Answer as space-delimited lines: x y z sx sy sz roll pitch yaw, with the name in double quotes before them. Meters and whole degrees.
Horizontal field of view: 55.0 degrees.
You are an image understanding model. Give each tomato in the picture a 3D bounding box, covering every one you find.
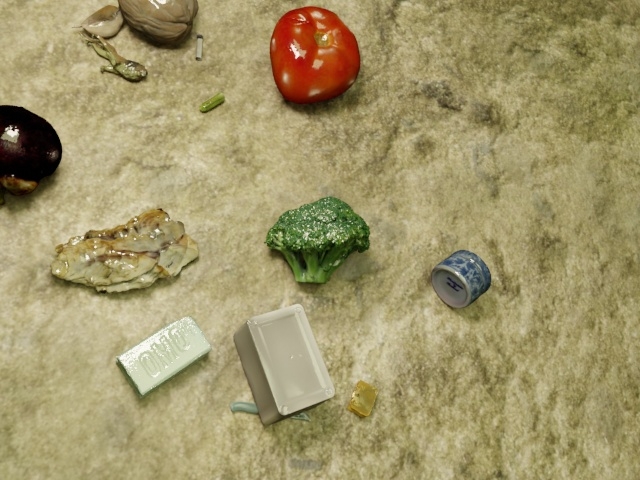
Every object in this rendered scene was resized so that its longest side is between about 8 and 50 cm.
"tomato" -0.026 -0.535 1.829 0.298 0.226 0.299 12 63 -23

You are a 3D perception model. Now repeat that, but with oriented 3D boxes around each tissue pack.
"tissue pack" -0.091 0.302 1.509 0.159 0.136 0.246 -13 71 -27

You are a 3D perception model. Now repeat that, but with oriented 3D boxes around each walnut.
"walnut" -0.462 -0.668 1.741 0.224 0.224 0.224 7 67 -18

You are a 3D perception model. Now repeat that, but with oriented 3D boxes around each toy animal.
"toy animal" -0.584 -0.507 1.704 0.219 0.069 0.086 38 40 -8

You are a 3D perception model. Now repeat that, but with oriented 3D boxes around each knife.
"knife" -0.123 0.423 1.527 0.210 0.015 0.028 12 59 -16

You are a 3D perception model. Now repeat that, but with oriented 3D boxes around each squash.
"squash" -0.315 -0.397 1.778 0.027 0.027 0.083 48 62 3

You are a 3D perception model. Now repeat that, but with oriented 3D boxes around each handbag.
"handbag" 0.111 0.415 1.610 0.061 0.027 0.083 29 59 -6

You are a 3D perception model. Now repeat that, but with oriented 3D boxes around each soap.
"soap" -0.371 0.273 1.467 0.198 0.063 0.115 -33 82 -28

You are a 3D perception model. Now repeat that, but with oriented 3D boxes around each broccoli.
"broccoli" 0.000 0.000 1.642 0.269 0.261 0.242 11 88 -57

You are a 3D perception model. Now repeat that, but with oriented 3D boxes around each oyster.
"oyster" -0.472 0.028 1.508 0.354 0.107 0.201 -24 75 -27

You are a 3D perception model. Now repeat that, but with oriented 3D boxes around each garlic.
"garlic" -0.613 -0.610 1.739 0.084 0.066 0.152 22 56 20

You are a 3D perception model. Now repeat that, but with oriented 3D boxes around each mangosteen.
"mangosteen" -0.735 -0.194 1.458 0.211 0.211 0.250 24 93 -10

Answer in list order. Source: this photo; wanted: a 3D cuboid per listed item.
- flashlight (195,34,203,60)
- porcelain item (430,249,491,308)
"flashlight" -0.362 -0.576 1.837 0.018 0.018 0.083 6 67 -17
"porcelain item" 0.407 0.109 1.775 0.114 0.147 0.147 -33 83 -28
